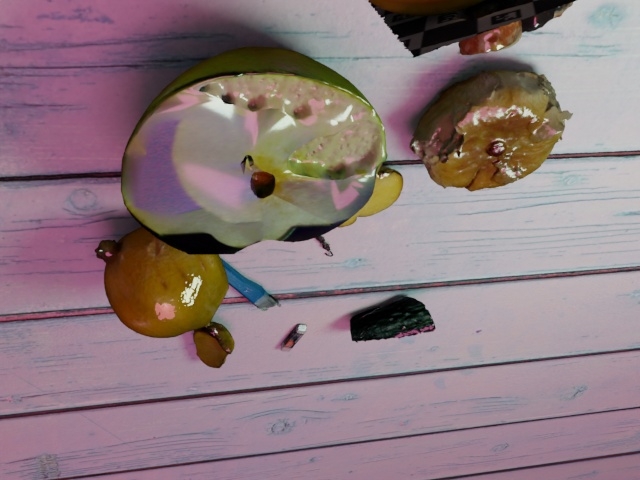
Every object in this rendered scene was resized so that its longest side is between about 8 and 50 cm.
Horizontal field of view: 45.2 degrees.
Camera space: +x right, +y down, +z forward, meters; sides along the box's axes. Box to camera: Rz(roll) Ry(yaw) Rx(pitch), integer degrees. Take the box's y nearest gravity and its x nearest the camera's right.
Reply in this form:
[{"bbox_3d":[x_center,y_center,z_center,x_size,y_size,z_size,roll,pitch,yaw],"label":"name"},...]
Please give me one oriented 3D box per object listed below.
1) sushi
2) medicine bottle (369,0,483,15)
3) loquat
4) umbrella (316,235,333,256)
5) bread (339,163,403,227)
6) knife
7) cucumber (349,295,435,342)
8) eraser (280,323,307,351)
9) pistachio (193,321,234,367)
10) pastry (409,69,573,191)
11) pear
[{"bbox_3d":[0.244,-0.296,0.982,0.319,0.339,0.069,-19,117,4],"label":"sushi"},{"bbox_3d":[0.108,-0.458,0.829,0.224,0.224,0.384,-16,141,4],"label":"medicine bottle"},{"bbox_3d":[-0.294,0.061,1.379,0.246,0.214,0.213,33,124,-31],"label":"loquat"},{"bbox_3d":[0.003,0.000,1.536,0.022,0.013,0.122,-3,148,22],"label":"umbrella"},{"bbox_3d":[0.079,-0.110,1.389,0.149,0.065,0.188,-14,140,-17],"label":"bread"},{"bbox_3d":[-0.174,0.074,1.568,0.044,0.026,0.296,-29,137,14],"label":"knife"},{"bbox_3d":[0.162,0.180,1.756,0.192,0.115,0.086,-18,99,13],"label":"cucumber"},{"bbox_3d":[-0.063,0.229,1.796,0.027,0.019,0.099,12,136,-29],"label":"eraser"},{"bbox_3d":[-0.233,0.227,1.718,0.089,0.049,0.173,12,143,7],"label":"pistachio"},{"bbox_3d":[0.291,-0.176,1.315,0.235,0.121,0.257,21,131,-36],"label":"pastry"},{"bbox_3d":[-0.106,-0.158,1.181,0.398,0.165,0.399,-9,142,-7],"label":"pear"}]
